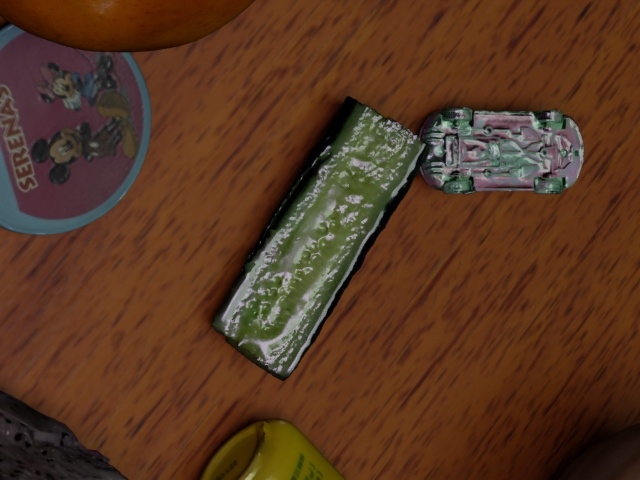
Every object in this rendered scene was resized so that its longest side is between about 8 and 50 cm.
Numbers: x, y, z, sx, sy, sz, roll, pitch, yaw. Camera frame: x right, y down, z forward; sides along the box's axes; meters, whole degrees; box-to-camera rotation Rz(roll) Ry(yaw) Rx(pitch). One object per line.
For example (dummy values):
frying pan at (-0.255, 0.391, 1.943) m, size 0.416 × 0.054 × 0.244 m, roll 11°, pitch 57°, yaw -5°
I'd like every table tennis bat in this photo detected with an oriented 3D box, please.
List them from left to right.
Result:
table tennis bat at (-0.219, -0.065, 1.225) m, size 0.244 × 0.040 × 0.153 m, roll -24°, pitch 112°, yaw -33°

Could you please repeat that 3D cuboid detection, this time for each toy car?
toy car at (0.143, -0.071, 1.452) m, size 0.142 × 0.055 × 0.069 m, roll 0°, pitch 90°, yaw -23°

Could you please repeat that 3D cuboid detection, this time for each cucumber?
cucumber at (-0.001, -0.001, 1.369) m, size 0.078 × 0.062 × 0.211 m, roll 31°, pitch 85°, yaw 1°

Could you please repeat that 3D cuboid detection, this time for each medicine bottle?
medicine bottle at (0.020, 0.262, 1.415) m, size 0.111 × 0.076 × 0.309 m, roll -51°, pitch 122°, yaw -15°

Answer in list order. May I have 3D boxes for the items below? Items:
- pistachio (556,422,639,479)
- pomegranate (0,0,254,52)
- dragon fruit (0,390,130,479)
pistachio at (0.276, 0.346, 1.498) m, size 0.365 × 0.281 × 0.446 m, roll -5°, pitch 115°, yaw -43°
pomegranate at (-0.127, -0.243, 1.133) m, size 0.264 × 0.264 × 0.264 m, roll -6°, pitch 102°, yaw -33°
dragon fruit at (-0.240, 0.226, 1.153) m, size 0.283 × 0.204 × 0.221 m, roll 29°, pitch 96°, yaw 2°
